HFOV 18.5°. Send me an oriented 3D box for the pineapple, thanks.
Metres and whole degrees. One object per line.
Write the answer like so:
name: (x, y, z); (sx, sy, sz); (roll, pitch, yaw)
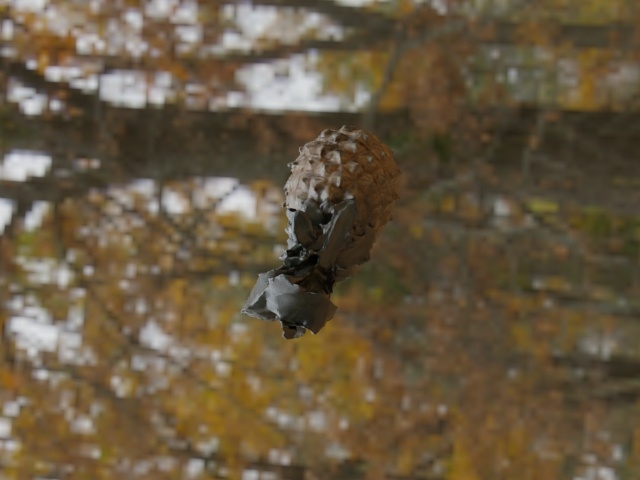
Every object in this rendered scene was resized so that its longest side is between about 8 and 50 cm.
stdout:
pineapple: (0.000, 0.000, 1.791); (0.237, 0.111, 0.119); (-65, -19, -49)
